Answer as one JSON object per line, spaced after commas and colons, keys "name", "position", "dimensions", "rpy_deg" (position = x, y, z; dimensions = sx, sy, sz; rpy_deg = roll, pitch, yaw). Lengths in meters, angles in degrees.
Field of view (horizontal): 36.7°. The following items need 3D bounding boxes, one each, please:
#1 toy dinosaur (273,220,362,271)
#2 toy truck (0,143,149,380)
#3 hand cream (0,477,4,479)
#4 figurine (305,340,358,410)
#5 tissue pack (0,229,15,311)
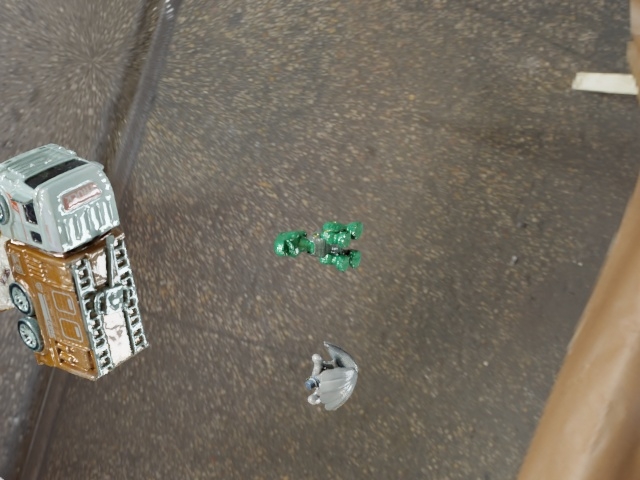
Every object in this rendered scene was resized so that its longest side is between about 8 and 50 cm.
{"name": "toy dinosaur", "position": [0.000, 0.000, 1.205], "dimensions": [0.096, 0.132, 0.059], "rpy_deg": [11, 107, 20]}
{"name": "toy truck", "position": [-0.338, 0.033, 1.318], "dimensions": [0.136, 0.162, 0.306], "rpy_deg": [-33, 127, -41]}
{"name": "hand cream", "position": [-0.249, 0.316, 0.894], "dimensions": [0.336, 0.076, 0.121], "rpy_deg": [37, 102, -6]}
{"name": "figurine", "position": [0.012, 0.201, 1.437], "dimensions": [0.086, 0.082, 0.094], "rpy_deg": [-47, 135, -19]}
{"name": "tissue pack", "position": [-0.591, 0.048, 1.610], "dimensions": [0.226, 0.183, 0.092], "rpy_deg": [-15, 140, 24]}
